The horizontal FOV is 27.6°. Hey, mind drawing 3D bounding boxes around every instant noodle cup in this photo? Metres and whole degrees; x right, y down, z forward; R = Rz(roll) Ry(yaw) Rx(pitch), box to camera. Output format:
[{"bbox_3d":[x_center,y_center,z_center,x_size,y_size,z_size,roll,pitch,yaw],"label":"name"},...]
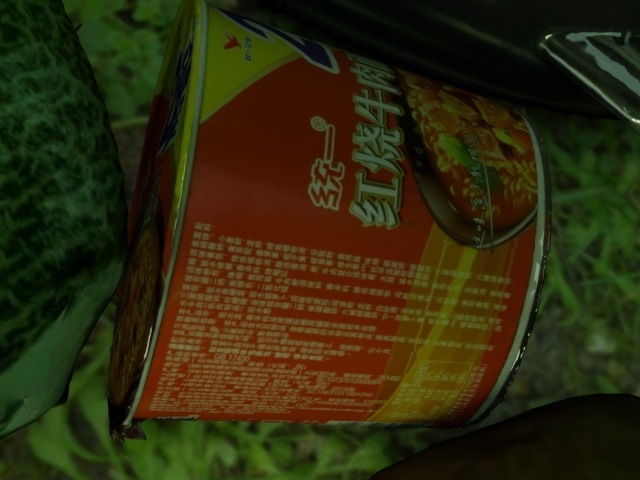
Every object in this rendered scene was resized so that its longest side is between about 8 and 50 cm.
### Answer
[{"bbox_3d":[0.000,0.000,0.627,0.174,0.213,0.213,11,79,-13],"label":"instant noodle cup"}]

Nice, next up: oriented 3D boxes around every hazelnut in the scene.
[{"bbox_3d":[0.108,0.177,0.609,0.210,0.186,0.210,5,68,-12],"label":"hazelnut"}]

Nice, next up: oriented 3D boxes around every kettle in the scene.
[{"bbox_3d":[0.114,-0.163,0.676,0.271,0.251,0.207,30,104,-2],"label":"kettle"}]

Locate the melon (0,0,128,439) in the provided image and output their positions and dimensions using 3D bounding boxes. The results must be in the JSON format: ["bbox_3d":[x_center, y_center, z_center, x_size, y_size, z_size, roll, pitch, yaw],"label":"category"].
[{"bbox_3d":[-0.254,-0.057,0.604,0.344,0.226,0.331,26,61,18],"label":"melon"}]
